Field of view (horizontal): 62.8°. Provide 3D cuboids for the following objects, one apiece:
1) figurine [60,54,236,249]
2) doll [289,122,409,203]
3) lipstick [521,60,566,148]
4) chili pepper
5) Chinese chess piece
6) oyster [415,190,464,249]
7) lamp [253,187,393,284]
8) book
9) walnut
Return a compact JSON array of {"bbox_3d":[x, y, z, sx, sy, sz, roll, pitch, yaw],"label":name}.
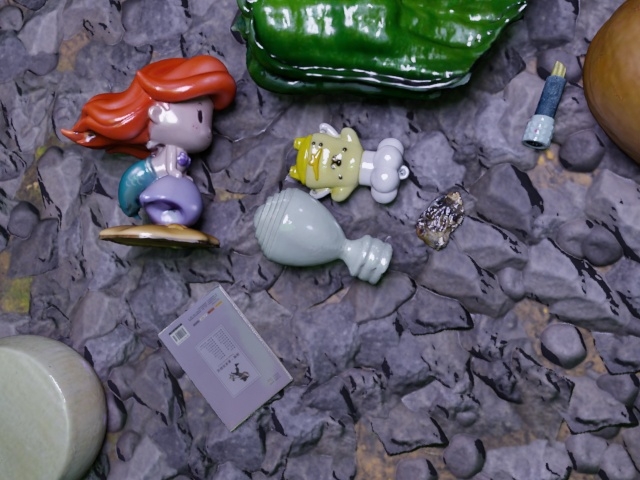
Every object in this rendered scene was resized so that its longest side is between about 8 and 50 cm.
[{"bbox_3d":[-0.224,-0.122,0.711,0.208,0.181,0.257,-3,82,38],"label":"figurine"},{"bbox_3d":[0.040,-0.103,0.718,0.162,0.062,0.106,8,96,8],"label":"doll"},{"bbox_3d":[0.301,-0.180,0.690,0.037,0.037,0.116,20,89,9],"label":"lipstick"},{"bbox_3d":[0.080,-0.283,0.666,0.384,0.167,0.213,-6,104,-2],"label":"chili pepper"},{"bbox_3d":[-0.444,0.266,0.779,0.250,0.101,0.251,0,90,10],"label":"Chinese chess piece"},{"bbox_3d":[0.166,-0.031,0.717,0.054,0.019,0.083,35,95,8],"label":"oyster"},{"bbox_3d":[0.000,0.000,0.711,0.193,0.106,0.106,23,94,-1],"label":"lamp"},{"bbox_3d":[-0.141,0.172,0.772,0.127,0.014,0.182,-40,84,7],"label":"book"},{"bbox_3d":[0.442,-0.160,0.584,0.298,0.203,0.203,44,97,14],"label":"walnut"}]
